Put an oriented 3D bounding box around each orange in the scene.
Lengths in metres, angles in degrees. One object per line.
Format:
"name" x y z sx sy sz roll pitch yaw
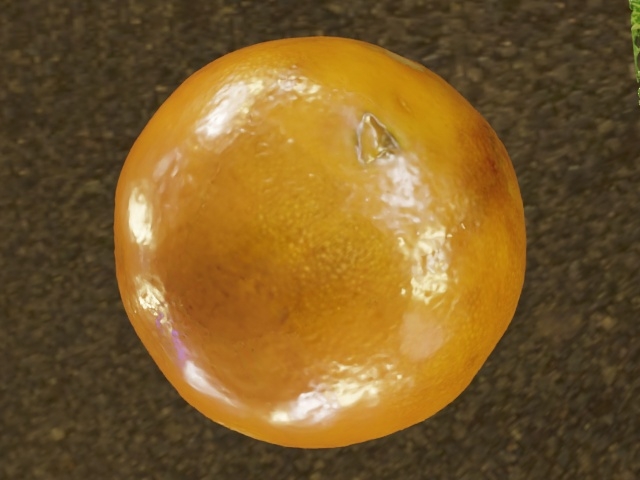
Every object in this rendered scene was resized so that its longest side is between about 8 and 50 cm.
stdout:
"orange" 0.000 0.000 0.932 0.261 0.261 0.261 5 101 24

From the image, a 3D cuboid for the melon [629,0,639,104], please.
"melon" 0.177 -0.051 0.667 0.064 0.118 0.210 -6 97 15
